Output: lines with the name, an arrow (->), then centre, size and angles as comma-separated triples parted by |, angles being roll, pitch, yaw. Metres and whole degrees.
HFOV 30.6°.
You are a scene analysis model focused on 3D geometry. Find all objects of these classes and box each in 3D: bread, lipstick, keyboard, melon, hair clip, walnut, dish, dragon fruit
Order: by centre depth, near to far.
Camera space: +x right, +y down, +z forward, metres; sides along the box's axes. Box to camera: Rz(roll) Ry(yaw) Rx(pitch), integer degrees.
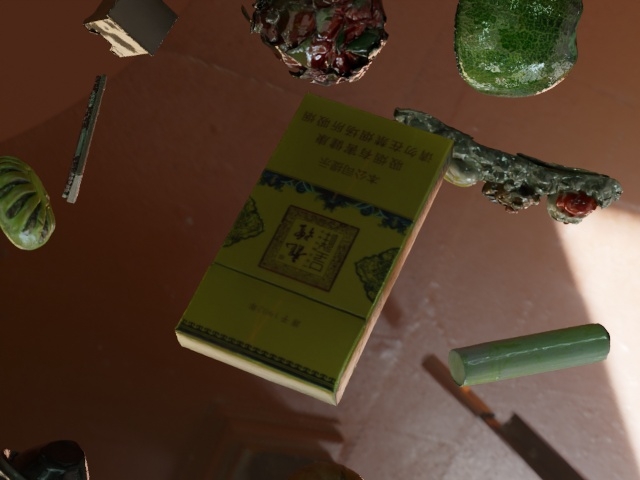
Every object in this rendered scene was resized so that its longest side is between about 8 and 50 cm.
dish -> -0.218, 0.191, 0.926 | 0.141, 0.141, 0.078 | 40, 83, -34
keyboard -> -0.271, -0.119, 1.349 | 0.017, 0.165, 0.055 | 14, 138, -11
hair clip -> 0.239, -0.089, 1.566 | 0.321, 0.138, 0.091 | 18, 94, 0
bread -> -0.415, -0.056, 1.617 | 0.071, 0.139, 0.130 | -30, 117, 0
dragon fruit -> 0.000, -0.310, 1.649 | 0.189, 0.182, 0.182 | 42, 93, -13
melon -> 0.313, -0.330, 1.855 | 0.129, 0.169, 0.265 | -31, 129, -44
walnut -> 0.005, 0.474, 2.077 | 0.167, 0.207, 0.167 | 5, 69, -13
lipstick -> 0.384, 0.207, 2.125 | 0.304, 0.076, 0.076 | -9, 118, -18

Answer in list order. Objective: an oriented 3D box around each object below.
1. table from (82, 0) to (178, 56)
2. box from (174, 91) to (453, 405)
table -> -0.255, -0.293, 1.548 | 0.083, 0.082, 0.070 | 42, 67, -34
box -> 0.000, -0.001, 1.055 | 0.041, 0.153, 0.279 | 85, 29, -59
